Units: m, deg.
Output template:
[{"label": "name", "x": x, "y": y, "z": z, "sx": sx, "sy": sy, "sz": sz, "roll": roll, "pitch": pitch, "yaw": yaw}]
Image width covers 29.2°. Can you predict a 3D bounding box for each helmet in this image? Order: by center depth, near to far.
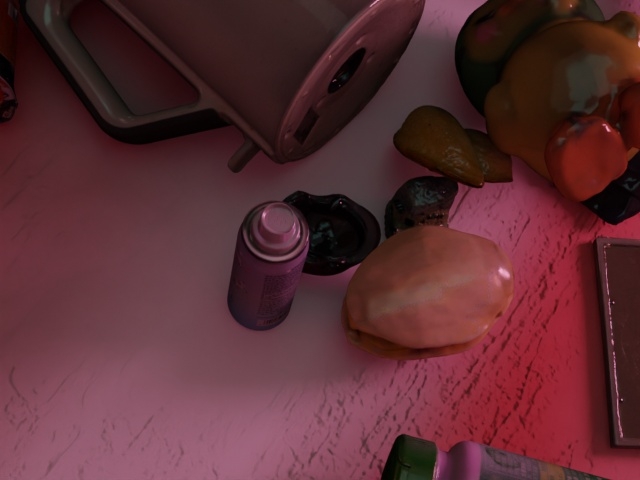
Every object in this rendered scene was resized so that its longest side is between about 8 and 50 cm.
[{"label": "helmet", "x": 0.000, "y": 0.000, "z": 1.390, "sx": 0.123, "sy": 0.070, "sz": 0.098, "roll": 13, "pitch": 56, "yaw": -9}]

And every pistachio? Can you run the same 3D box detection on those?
[{"label": "pistachio", "x": 0.117, "y": 0.059, "z": 1.358, "sx": 0.200, "sy": 0.117, "sz": 0.145, "roll": -15, "pitch": 68, "yaw": -7}]

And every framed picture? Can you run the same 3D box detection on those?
[{"label": "framed picture", "x": 0.418, "y": 0.118, "z": 1.427, "sx": 0.189, "sy": 0.023, "sz": 0.260, "roll": 3, "pitch": 67, "yaw": -7}]

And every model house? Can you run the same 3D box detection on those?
[{"label": "model house", "x": 0.116, "y": -0.036, "z": 1.416, "sx": 0.078, "sy": 0.083, "sz": 0.066, "roll": -11, "pitch": 71, "yaw": -14}]

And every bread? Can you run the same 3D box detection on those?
[{"label": "bread", "x": 0.164, "y": -0.106, "z": 1.412, "sx": 0.149, "sy": 0.188, "sz": 0.065, "roll": 19, "pitch": 104, "yaw": -9}]

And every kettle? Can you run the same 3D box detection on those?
[{"label": "kettle", "x": -0.132, "y": -0.263, "z": 1.422, "sx": 0.376, "sy": 0.250, "sz": 0.361, "roll": 41, "pitch": 96, "yaw": 13}]

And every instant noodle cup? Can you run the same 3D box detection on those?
[{"label": "instant noodle cup", "x": -0.400, "y": -0.218, "z": 1.406, "sx": 0.127, "sy": 0.127, "sz": 0.136, "roll": 6, "pitch": 58, "yaw": -6}]

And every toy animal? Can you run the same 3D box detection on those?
[{"label": "toy animal", "x": 0.282, "y": -0.171, "z": 1.413, "sx": 0.216, "sy": 0.191, "sz": 0.338, "roll": -32, "pitch": 40, "yaw": 0}]

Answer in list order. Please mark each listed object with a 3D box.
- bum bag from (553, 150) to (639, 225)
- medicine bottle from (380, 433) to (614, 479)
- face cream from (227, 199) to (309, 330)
[{"label": "bum bag", "x": 0.429, "y": -0.119, "z": 1.500, "sx": 0.310, "sy": 0.074, "sz": 0.137, "roll": -24, "pitch": 69, "yaw": -2}, {"label": "medicine bottle", "x": 0.196, "y": 0.285, "z": 1.263, "sx": 0.274, "sy": 0.133, "sz": 0.133, "roll": 16, "pitch": 65, "yaw": 0}, {"label": "face cream", "x": -0.055, "y": 0.024, "z": 1.284, "sx": 0.075, "sy": 0.229, "sz": 0.075, "roll": 3, "pitch": 66, "yaw": -7}]
